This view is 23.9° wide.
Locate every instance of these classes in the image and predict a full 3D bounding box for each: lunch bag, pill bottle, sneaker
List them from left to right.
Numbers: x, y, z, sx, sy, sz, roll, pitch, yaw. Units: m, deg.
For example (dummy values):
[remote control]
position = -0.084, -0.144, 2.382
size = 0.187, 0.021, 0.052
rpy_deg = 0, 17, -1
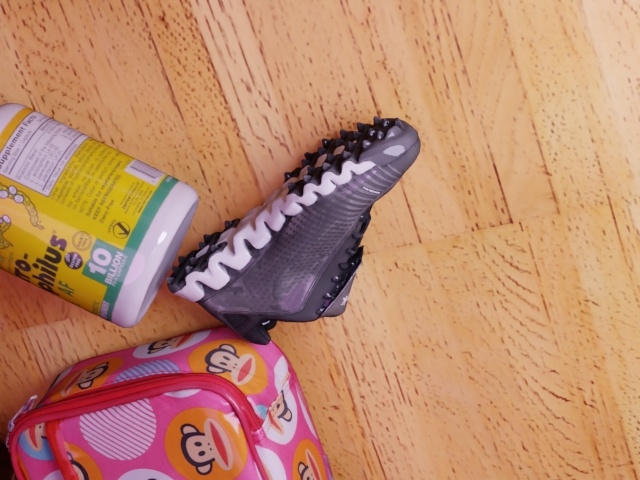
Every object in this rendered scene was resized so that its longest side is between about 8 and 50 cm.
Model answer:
[pill bottle]
position = -0.206, -0.029, 1.110
size = 0.208, 0.117, 0.117
rpy_deg = 26, 118, 0
[lunch bag]
position = -0.115, 0.224, 1.216
size = 0.258, 0.120, 0.293
rpy_deg = -14, 109, 24
[sneaker]
position = 0.000, 0.000, 1.101
size = 0.234, 0.078, 0.106
rpy_deg = -36, 105, 29

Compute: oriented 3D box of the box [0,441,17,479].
[box]
position = -0.453, 0.176, 1.189
size = 0.381, 0.143, 0.191
rpy_deg = 34, 103, -20
